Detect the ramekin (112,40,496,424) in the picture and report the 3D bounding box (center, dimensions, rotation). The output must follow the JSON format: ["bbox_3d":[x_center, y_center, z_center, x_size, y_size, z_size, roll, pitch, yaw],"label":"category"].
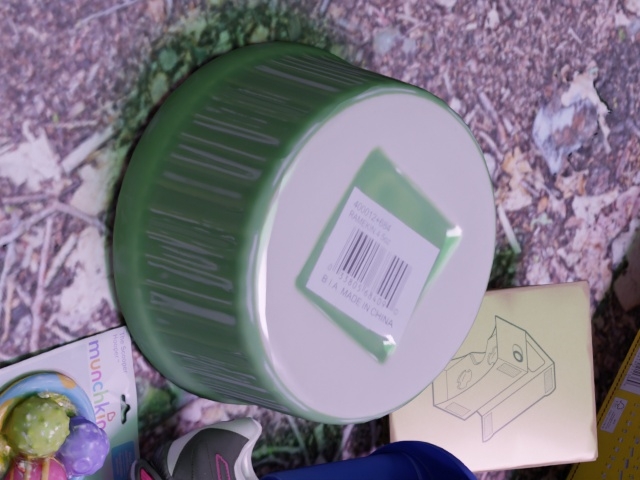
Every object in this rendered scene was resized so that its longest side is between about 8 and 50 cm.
[{"bbox_3d":[0.000,0.000,1.465,0.303,0.148,0.303,-13,110,-40],"label":"ramekin"}]

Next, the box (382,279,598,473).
[{"bbox_3d":[0.150,0.124,1.651,0.201,0.021,0.164,-4,93,-17],"label":"box"}]

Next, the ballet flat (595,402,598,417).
[{"bbox_3d":[0.193,0.140,1.748,0.206,0.073,0.067,28,56,-45],"label":"ballet flat"}]

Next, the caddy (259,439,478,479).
[{"bbox_3d":[0.047,0.338,1.547,0.179,0.241,0.341,1,102,-37],"label":"caddy"}]

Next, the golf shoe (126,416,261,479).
[{"bbox_3d":[-0.045,0.269,1.433,0.120,0.105,0.273,-30,85,-2],"label":"golf shoe"}]

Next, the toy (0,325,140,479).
[{"bbox_3d":[-0.221,0.164,1.383,0.237,0.056,0.137,-17,114,-37],"label":"toy"}]

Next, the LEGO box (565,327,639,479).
[{"bbox_3d":[0.453,0.231,1.811,0.372,0.193,0.500,36,77,-38],"label":"LEGO box"}]
